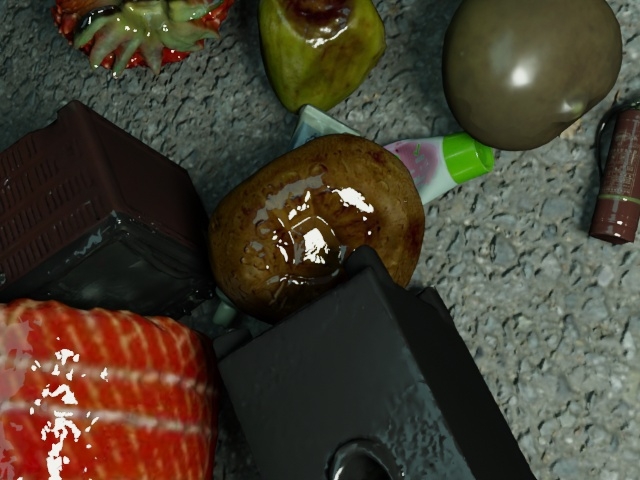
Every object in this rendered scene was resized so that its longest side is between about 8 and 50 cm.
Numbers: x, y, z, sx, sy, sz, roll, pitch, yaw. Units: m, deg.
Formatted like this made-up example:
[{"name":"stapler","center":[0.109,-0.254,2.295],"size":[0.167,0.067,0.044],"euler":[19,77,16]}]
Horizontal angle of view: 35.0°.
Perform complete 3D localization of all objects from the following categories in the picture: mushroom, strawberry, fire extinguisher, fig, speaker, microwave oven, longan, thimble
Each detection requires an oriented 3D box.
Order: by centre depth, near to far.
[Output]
[{"name":"speaker","center":[0.054,0.171,0.928],"size":[0.184,0.232,0.254],"euler":[-33,63,14]},{"name":"fire extinguisher","center":[0.293,-0.076,0.986],"size":[0.078,0.045,0.157],"euler":[6,78,52]},{"name":"longan","center":[0.201,-0.179,0.994],"size":[0.189,0.189,0.189],"euler":[-8,72,26]},{"name":"mushroom","center":[-0.002,0.002,1.032],"size":[0.231,0.138,0.194],"euler":[-39,87,12]},{"name":"thimble","center":[-0.274,0.195,1.035],"size":[0.350,0.350,0.230],"euler":[-3,73,27]},{"name":"microwave oven","center":[-0.243,-0.002,1.132],"size":[0.178,0.247,0.188],"euler":[-31,64,14]},{"name":"fig","center":[-0.002,-0.222,1.143],"size":[0.144,0.154,0.166],"euler":[26,120,17]},{"name":"strawberry","center":[-0.220,-0.317,1.299],"size":[0.233,0.138,0.306],"euler":[-24,38,0]}]

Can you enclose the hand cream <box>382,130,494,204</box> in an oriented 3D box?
[{"name":"hand cream","center":[0.053,-0.056,1.111],"size":[0.275,0.050,0.079],"euler":[-18,42,28]}]

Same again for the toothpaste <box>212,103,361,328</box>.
[{"name":"toothpaste","center":[-0.049,-0.019,1.132],"size":[0.069,0.047,0.268],"euler":[36,99,48]}]
